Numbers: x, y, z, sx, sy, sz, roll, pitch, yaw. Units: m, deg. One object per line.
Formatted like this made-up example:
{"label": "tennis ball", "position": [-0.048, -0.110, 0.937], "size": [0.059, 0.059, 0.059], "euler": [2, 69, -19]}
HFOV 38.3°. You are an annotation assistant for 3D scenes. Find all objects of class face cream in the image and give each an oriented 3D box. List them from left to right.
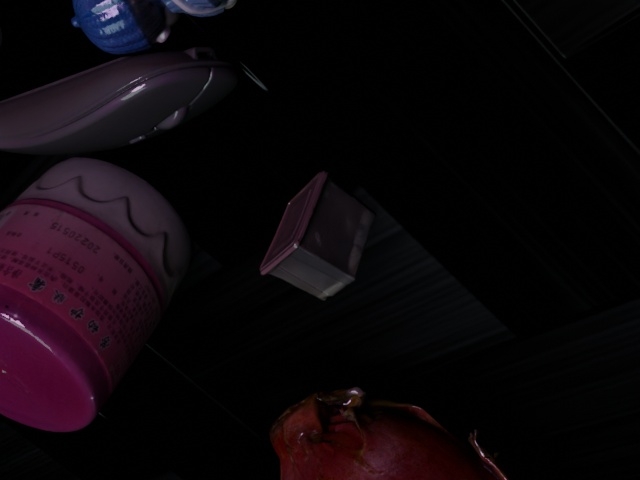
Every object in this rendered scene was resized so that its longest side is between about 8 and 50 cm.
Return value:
{"label": "face cream", "position": [-0.231, 0.046, 0.830], "size": [0.175, 0.195, 0.175], "euler": [16, 139, 15]}

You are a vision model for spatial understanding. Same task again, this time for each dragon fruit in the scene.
{"label": "dragon fruit", "position": [0.080, 0.283, 0.885], "size": [0.250, 0.250, 0.315], "euler": [-18, 105, 39]}

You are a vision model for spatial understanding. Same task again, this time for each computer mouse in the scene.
{"label": "computer mouse", "position": [-0.170, -0.099, 0.719], "size": [0.232, 0.120, 0.057], "euler": [-9, 95, 34]}

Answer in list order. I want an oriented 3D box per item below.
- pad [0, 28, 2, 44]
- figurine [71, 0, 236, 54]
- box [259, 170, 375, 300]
{"label": "pad", "position": [-0.394, -0.249, 0.767], "size": [0.181, 0.004, 0.267], "euler": [-13, 125, 37]}
{"label": "figurine", "position": [-0.107, -0.169, 0.634], "size": [0.136, 0.079, 0.077], "euler": [-7, 126, 33]}
{"label": "box", "position": [0.000, 0.000, 0.745], "size": [0.063, 0.084, 0.060], "euler": [35, 138, -16]}
